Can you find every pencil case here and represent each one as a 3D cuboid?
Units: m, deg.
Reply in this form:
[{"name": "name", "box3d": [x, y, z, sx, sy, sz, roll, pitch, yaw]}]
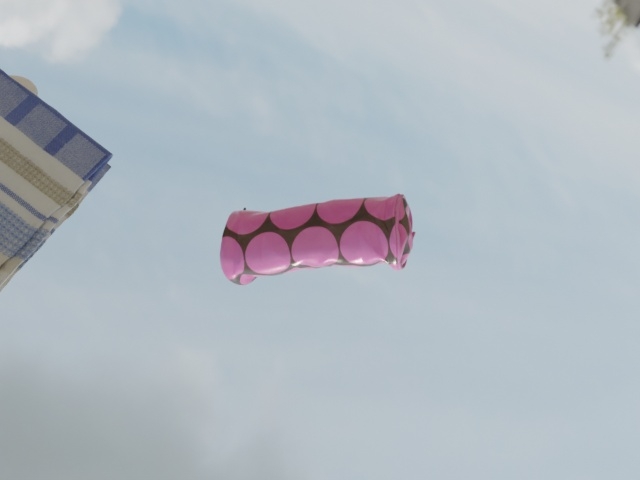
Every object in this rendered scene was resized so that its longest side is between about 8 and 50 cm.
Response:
[{"name": "pencil case", "box3d": [0.000, 0.000, 1.329, 0.098, 0.209, 0.095, 54, -143, -55]}]

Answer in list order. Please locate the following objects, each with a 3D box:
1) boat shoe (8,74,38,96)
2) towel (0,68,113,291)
[{"name": "boat shoe", "box3d": [-0.425, -0.157, 1.441, 0.184, 0.063, 0.066, -7, -130, -17]}, {"name": "towel", "box3d": [-0.372, -0.063, 1.317, 0.209, 0.034, 0.285, 38, -133, -5]}]
